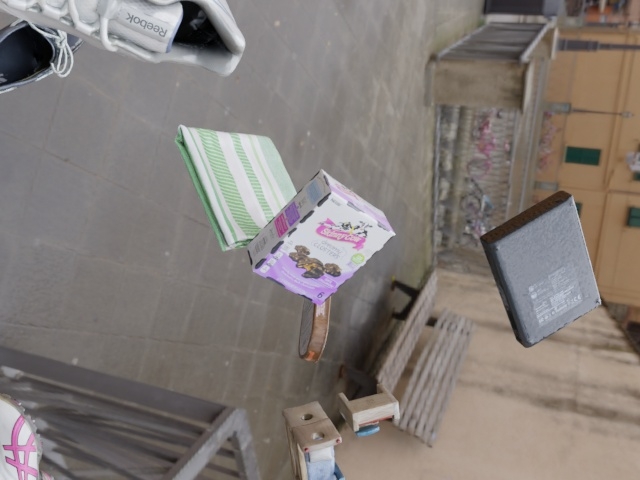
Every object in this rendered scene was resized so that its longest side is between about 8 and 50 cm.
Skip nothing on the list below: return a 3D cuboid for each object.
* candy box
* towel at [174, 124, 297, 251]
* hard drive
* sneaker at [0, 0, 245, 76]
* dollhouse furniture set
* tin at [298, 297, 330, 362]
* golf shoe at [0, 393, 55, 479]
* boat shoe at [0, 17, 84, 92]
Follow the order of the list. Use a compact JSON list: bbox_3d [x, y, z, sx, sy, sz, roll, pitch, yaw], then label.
[{"bbox_3d":[0.000,0.000,1.088,0.165,0.196,0.070,31,24,-35],"label":"candy box"},{"bbox_3d":[-0.134,-0.104,1.214,0.325,0.038,0.247,-11,74,-64],"label":"towel"},{"bbox_3d":[0.218,0.030,0.619,0.135,0.094,0.022,63,-6,-28],"label":"hard drive"},{"bbox_3d":[-0.169,-0.195,0.456,0.297,0.129,0.111,-4,136,-50],"label":"sneaker"},{"bbox_3d":[0.047,0.344,1.058,0.129,0.184,0.129,-143,-136,-68],"label":"dollhouse furniture set"},{"bbox_3d":[-0.012,0.164,1.331,0.106,0.040,0.189,124,-22,-47],"label":"tin"},{"bbox_3d":[-0.408,0.293,0.827,0.086,0.068,0.186,-20,90,-56],"label":"golf shoe"},{"bbox_3d":[-0.391,-0.267,0.866,0.254,0.079,0.095,-48,139,-44],"label":"boat shoe"}]
